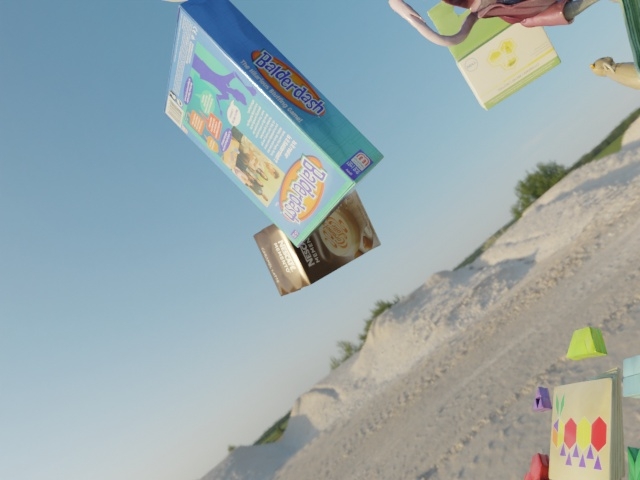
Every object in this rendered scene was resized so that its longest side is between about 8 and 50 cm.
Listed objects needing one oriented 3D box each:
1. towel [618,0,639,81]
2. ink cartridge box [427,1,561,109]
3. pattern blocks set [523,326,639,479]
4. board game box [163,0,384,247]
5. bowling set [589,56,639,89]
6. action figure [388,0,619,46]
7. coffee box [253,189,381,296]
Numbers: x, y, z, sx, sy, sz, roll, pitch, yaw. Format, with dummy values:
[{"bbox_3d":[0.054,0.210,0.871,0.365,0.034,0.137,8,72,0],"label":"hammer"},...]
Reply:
[{"bbox_3d":[0.513,-0.288,0.771,0.038,0.247,0.325,-17,-20,42],"label":"towel"},{"bbox_3d":[0.352,-0.413,1.049,0.171,0.235,0.056,-32,19,19],"label":"ink cartridge box"},{"bbox_3d":[0.359,0.261,0.702,0.325,0.026,0.285,80,-158,-78],"label":"pattern blocks set"},{"bbox_3d":[-0.058,-0.106,0.502,0.047,0.210,0.160,-44,0,-30],"label":"board game box"},{"bbox_3d":[0.713,-0.378,1.009,0.287,0.154,0.199,9,-65,-20],"label":"bowling set"},{"bbox_3d":[0.327,-0.406,0.857,0.276,0.248,0.370,-44,-9,28],"label":"action figure"},{"bbox_3d":[0.000,0.000,1.075,0.098,0.141,0.247,-25,2,44],"label":"coffee box"}]
